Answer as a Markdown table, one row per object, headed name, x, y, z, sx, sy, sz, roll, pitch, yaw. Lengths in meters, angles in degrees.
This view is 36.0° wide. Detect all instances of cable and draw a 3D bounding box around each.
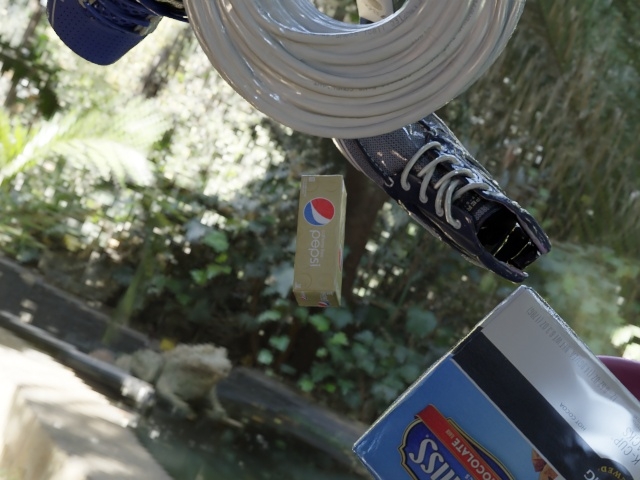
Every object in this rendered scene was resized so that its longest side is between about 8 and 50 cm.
| name | x | y | z | sx | sy | sz | roll | pitch | yaw |
| --- | --- | --- | --- | --- | --- | --- | --- | --- | --- |
| cable | 0.022 | -0.207 | 0.718 | 0.257 | 0.257 | 0.089 | 36 | 15 | -2 |

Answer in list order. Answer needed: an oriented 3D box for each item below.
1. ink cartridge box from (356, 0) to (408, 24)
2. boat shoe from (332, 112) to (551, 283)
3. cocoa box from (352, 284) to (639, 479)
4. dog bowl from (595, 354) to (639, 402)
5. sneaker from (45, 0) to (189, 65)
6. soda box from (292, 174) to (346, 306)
| name | x | y | z | sx | sy | sz | roll | pitch | yaw |
| --- | --- | --- | --- | --- | --- | --- | --- | --- | --- |
| ink cartridge box | 0.098 | -0.334 | 1.025 | 0.065 | 0.165 | 0.333 | 35 | -6 | 12 |
| boat shoe | 0.154 | -0.080 | 1.242 | 0.340 | 0.127 | 0.158 | 38 | 2 | -19 |
| cocoa box | 0.186 | 0.228 | 1.036 | 0.231 | 0.228 | 0.347 | 48 | -6 | 10 |
| dog bowl | 0.388 | 0.327 | 1.324 | 0.408 | 0.408 | 0.150 | 22 | -42 | 28 |
| sneaker | -0.160 | -0.255 | 0.906 | 0.127 | 0.182 | 0.315 | 26 | -46 | -30 |
| soda box | 0.000 | 0.000 | 1.387 | 0.061 | 0.181 | 0.058 | 0 | -26 | 8 |
